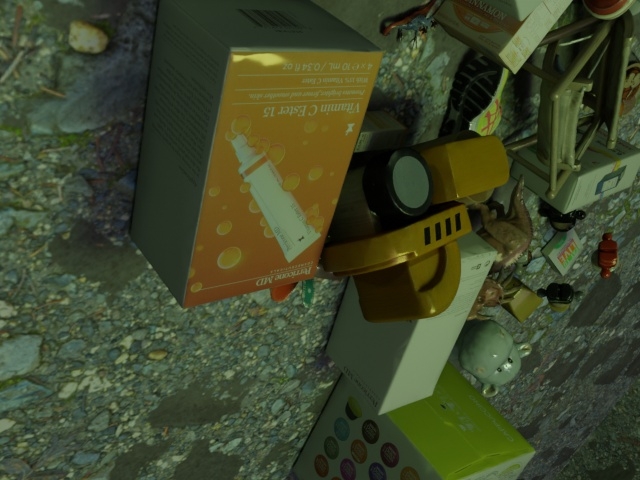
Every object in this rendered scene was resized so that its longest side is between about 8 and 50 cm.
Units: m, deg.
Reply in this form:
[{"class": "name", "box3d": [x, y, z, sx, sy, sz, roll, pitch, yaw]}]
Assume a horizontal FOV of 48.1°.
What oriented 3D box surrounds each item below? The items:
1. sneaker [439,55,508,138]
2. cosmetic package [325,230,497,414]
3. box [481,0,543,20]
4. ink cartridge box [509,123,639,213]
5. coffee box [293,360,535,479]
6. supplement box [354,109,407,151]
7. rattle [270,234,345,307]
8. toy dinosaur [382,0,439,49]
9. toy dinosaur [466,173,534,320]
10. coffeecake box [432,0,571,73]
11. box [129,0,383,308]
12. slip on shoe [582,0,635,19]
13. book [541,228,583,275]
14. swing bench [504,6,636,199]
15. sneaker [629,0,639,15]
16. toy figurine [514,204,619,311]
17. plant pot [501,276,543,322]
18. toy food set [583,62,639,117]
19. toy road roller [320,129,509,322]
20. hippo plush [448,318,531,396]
[{"class": "sneaker", "box3d": [0.274, -0.232, 1.226, 0.094, 0.081, 0.209, -19, 147, -32]}, {"class": "cosmetic package", "box3d": [0.160, 0.123, 1.353, 0.155, 0.197, 0.366, -10, 130, -37]}, {"class": "box", "box3d": [0.253, -0.416, 0.939, 0.181, 0.182, 0.119, -43, 141, -3]}, {"class": "ink cartridge box", "box3d": [0.521, -0.155, 1.459, 0.212, 0.154, 0.093, -18, 134, -30]}, {"class": "coffee box", "box3d": [0.205, 0.499, 1.631, 0.338, 0.337, 0.335, 0, 124, -43]}, {"class": "supplement box", "box3d": [0.076, -0.169, 1.106, 0.098, 0.062, 0.036, -10, 133, -36]}, {"class": "rattle", "box3d": [0.000, 0.000, 1.113, 0.199, 0.130, 0.143, -30, 159, -54]}, {"class": "toy dinosaur", "box3d": [0.128, -0.319, 1.051, 0.082, 0.047, 0.090, 4, 89, -35]}, {"class": "toy dinosaur", "box3d": [0.349, 0.023, 1.429, 0.296, 0.200, 0.127, -49, 143, 4]}, {"class": "coffeecake box", "box3d": [0.281, -0.362, 1.048, 0.185, 0.142, 0.068, -53, 143, 10]}, {"class": "box", "box3d": [-0.094, -0.113, 0.911, 0.214, 0.168, 0.346, -12, 132, -36]}, {"class": "slip on shoe", "box3d": [0.466, -0.509, 1.102, 0.101, 0.123, 0.332, -19, 130, -34]}, {"class": "book", "box3d": [0.617, 0.022, 1.824, 0.096, 0.035, 0.144, -51, 141, 2]}, {"class": "swing bench", "box3d": [0.445, -0.261, 1.280, 0.254, 0.165, 0.253, -35, 142, -13]}, {"class": "sneaker", "box3d": [0.657, -0.514, 1.269, 0.365, 0.137, 0.210, -20, 138, -21]}, {"class": "toy figurine", "box3d": [0.545, 0.032, 1.622, 0.209, 0.213, 0.148, -44, 160, 5]}, {"class": "plant pot", "box3d": [0.480, 0.137, 1.766, 0.081, 0.081, 0.083, -47, 131, 4]}, {"class": "toy food set", "box3d": [0.648, -0.312, 1.526, 0.192, 0.038, 0.133, -4, 127, -41]}, {"class": "toy road roller", "box3d": [0.139, -0.018, 1.081, 0.329, 0.202, 0.241, -20, 96, -42]}, {"class": "hippo plush", "box3d": [0.301, 0.236, 1.555, 0.234, 0.236, 0.294, -43, 143, -3]}]
